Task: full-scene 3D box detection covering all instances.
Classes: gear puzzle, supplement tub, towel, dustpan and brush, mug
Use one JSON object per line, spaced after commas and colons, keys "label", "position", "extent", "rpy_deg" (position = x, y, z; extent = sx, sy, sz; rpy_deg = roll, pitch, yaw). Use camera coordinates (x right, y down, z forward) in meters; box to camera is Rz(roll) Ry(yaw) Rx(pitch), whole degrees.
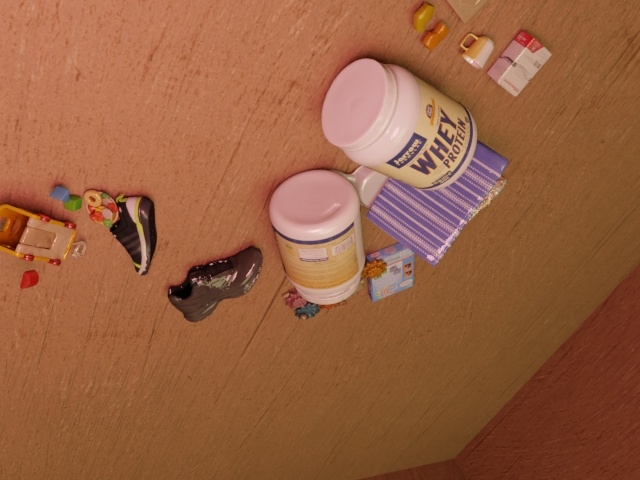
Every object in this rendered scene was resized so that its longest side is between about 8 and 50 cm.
{"label": "gear puzzle", "position": [0.060, 0.156, 1.802], "extent": [0.338, 0.044, 0.175], "rpy_deg": [-26, 140, 6]}
{"label": "supplement tub", "position": [0.000, 0.000, 1.498], "extent": [0.228, 0.228, 0.316], "rpy_deg": [-22, 138, -11]}
{"label": "supplement tub", "position": [0.186, -0.265, 1.338], "extent": [0.324, 0.235, 0.235], "rpy_deg": [15, 122, -41]}
{"label": "towel", "position": [0.303, -0.135, 1.515], "extent": [0.336, 0.243, 0.040], "rpy_deg": [-56, 162, 11]}
{"label": "dustpan and brush", "position": [0.110, -0.161, 1.546], "extent": [0.211, 0.060, 0.147], "rpy_deg": [4, 119, -42]}
{"label": "mug", "position": [0.386, -0.466, 1.396], "extent": [0.064, 0.062, 0.078], "rpy_deg": [-52, 142, 12]}

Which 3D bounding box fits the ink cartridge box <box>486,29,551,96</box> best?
{"label": "ink cartridge box", "position": [0.513, -0.457, 1.482], "extent": [0.099, 0.056, 0.135], "rpy_deg": [18, 119, -41]}

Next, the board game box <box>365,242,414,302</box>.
{"label": "board game box", "position": [0.232, 0.102, 1.888], "extent": [0.160, 0.039, 0.212], "rpy_deg": [-21, 137, -11]}

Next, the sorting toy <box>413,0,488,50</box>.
{"label": "sorting toy", "position": [0.310, -0.581, 1.253], "extent": [0.307, 0.041, 0.229], "rpy_deg": [-45, 142, 16]}

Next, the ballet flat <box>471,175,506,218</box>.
{"label": "ballet flat", "position": [0.470, -0.124, 1.778], "extent": [0.077, 0.091, 0.241], "rpy_deg": [39, 103, -25]}

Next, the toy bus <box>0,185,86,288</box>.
{"label": "toy bus", "position": [-0.604, -0.013, 1.211], "extent": [0.104, 0.191, 0.202], "rpy_deg": [21, 129, 8]}

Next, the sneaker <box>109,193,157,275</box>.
{"label": "sneaker", "position": [-0.443, -0.018, 1.348], "extent": [0.097, 0.084, 0.235], "rpy_deg": [8, 129, -6]}

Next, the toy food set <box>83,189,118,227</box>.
{"label": "toy food set", "position": [-0.483, -0.070, 1.261], "extent": [0.082, 0.020, 0.083], "rpy_deg": [18, 119, 7]}

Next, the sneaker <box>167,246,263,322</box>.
{"label": "sneaker", "position": [-0.282, 0.106, 1.535], "extent": [0.286, 0.109, 0.130], "rpy_deg": [-37, 133, 4]}
